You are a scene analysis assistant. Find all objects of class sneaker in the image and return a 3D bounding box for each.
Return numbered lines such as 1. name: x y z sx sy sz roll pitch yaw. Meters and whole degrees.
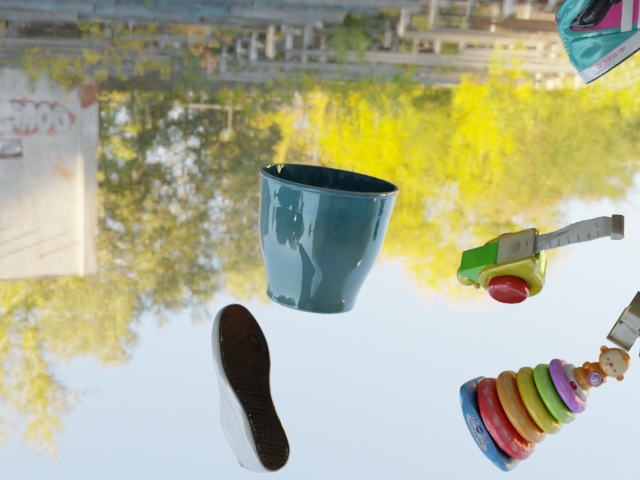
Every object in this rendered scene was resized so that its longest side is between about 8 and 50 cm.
1. sneaker: 0.489 -0.404 1.437 0.295 0.178 0.124 -38 -179 14
2. sneaker: -0.145 0.257 1.564 0.106 0.290 0.123 -7 171 -37

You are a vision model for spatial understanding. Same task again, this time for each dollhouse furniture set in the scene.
1. dollhouse furniture set: 0.724 0.186 1.946 0.161 0.101 0.182 33 161 15

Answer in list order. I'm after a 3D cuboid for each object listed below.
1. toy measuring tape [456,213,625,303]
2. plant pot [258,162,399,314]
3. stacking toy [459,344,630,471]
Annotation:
1. toy measuring tape: 0.364 0.033 1.486 0.330 0.121 0.121 -18 176 44
2. plant pot: 0.000 0.000 1.789 0.272 0.255 0.271 8 -168 -2
3. stacking toy: 0.415 0.274 1.633 0.302 0.175 0.166 -32 168 24
